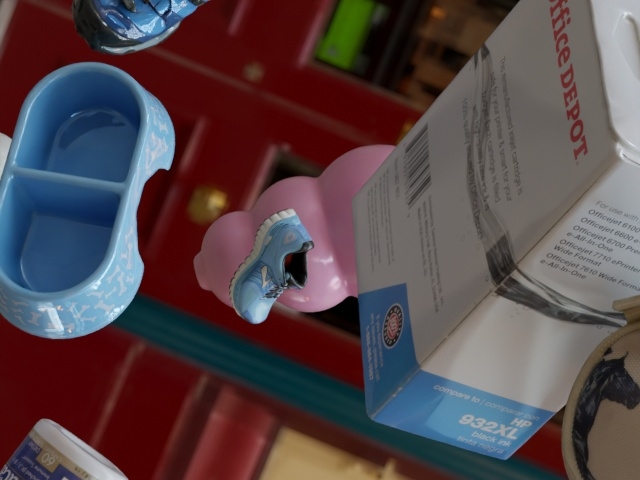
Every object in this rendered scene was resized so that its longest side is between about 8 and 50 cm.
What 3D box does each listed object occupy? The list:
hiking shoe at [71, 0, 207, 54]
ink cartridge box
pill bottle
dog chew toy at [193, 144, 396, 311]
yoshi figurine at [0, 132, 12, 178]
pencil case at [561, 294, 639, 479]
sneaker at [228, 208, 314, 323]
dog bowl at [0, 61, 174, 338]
[{"bbox_3d":[-0.140,-0.306,2.064,0.304,0.113,0.132,-36,-179,-33],"label":"hiking shoe"},{"bbox_3d":[0.156,-0.025,1.352,0.307,0.129,0.223,-50,-150,39],"label":"ink cartridge box"},{"bbox_3d":[-0.243,0.240,1.568,0.169,0.094,0.094,-54,178,-5],"label":"pill bottle"},{"bbox_3d":[0.000,0.000,2.455,0.206,0.332,0.206,-15,90,-87],"label":"dog chew toy"},{"bbox_3d":[-0.467,-0.084,2.230,0.203,0.362,0.203,-11,-127,64],"label":"yoshi figurine"},{"bbox_3d":[0.344,0.176,1.301,0.160,0.410,0.183,-33,-136,34],"label":"pencil case"},{"bbox_3d":[-0.054,0.043,2.228,0.063,0.073,0.162,-20,145,-42],"label":"sneaker"},{"bbox_3d":[-0.253,-0.050,1.953,0.074,0.166,0.297,76,25,-68],"label":"dog bowl"}]
